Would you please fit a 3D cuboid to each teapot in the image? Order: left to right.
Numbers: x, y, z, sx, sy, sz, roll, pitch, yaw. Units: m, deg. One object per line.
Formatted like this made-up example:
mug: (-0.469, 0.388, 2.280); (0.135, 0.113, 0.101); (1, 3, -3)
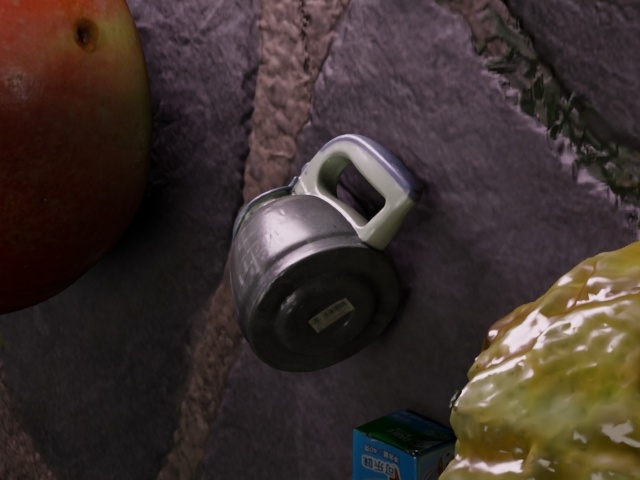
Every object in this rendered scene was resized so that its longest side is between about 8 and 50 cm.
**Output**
teapot: (-0.010, 0.003, 1.186); (0.108, 0.111, 0.149); (58, 145, 42)

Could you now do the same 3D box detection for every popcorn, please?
popcorn: (0.192, 0.123, 0.872); (0.247, 0.282, 0.282); (18, 114, 49)

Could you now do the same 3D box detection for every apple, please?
apple: (-0.296, -0.107, 1.358); (0.348, 0.277, 0.349); (17, 113, 46)

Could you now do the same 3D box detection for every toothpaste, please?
toothpaste: (0.059, 0.250, 1.219); (0.065, 0.050, 0.267); (18, 115, 43)
